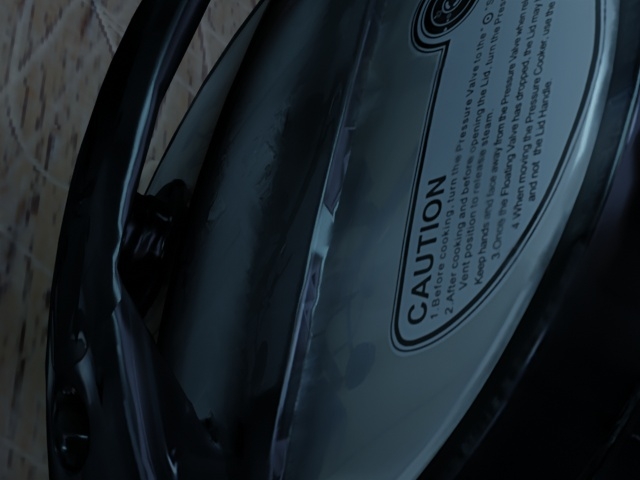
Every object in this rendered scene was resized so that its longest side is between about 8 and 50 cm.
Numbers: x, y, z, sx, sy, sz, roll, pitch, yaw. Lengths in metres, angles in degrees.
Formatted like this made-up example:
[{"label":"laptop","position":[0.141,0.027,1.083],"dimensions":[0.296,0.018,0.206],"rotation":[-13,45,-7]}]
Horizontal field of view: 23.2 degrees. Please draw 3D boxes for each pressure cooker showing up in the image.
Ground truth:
[{"label":"pressure cooker","position":[0.092,0.046,0.618],"dimensions":[0.420,0.375,0.370],"rotation":[28,17,-25]}]
